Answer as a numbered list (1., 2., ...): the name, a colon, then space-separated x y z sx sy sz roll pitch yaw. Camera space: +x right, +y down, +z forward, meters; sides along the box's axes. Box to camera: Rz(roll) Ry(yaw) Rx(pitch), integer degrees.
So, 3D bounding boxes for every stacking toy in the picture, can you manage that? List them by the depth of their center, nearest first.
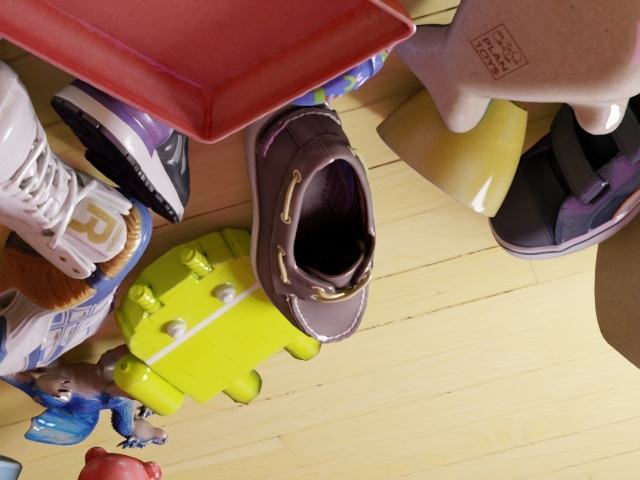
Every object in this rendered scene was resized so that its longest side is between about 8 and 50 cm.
1. stacking toy: -0.328 0.286 2.011 0.309 0.130 0.279 15 174 0

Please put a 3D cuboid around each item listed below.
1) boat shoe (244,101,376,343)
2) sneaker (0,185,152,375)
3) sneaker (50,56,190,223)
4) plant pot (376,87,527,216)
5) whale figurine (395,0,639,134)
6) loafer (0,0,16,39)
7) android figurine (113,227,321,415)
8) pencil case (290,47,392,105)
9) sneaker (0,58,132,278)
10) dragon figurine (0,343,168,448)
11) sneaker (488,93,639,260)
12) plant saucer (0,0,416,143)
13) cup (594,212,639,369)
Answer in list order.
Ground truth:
1. boat shoe: 0.000 0.000 1.635 0.117 0.096 0.324 -23 140 -14
2. sneaker: -0.247 0.036 1.697 0.296 0.112 0.131 -36 158 35
3. sneaker: -0.135 -0.105 1.484 0.124 0.107 0.283 -53 172 -9
4. plant pot: 0.132 -0.100 1.560 0.134 0.134 0.095 25 107 -42
5. whale figurine: 0.188 -0.188 1.418 0.272 0.141 0.216 -29 100 46
6. loafer: -0.312 -0.160 1.368 0.084 0.096 0.267 16 142 -25
7. android figurine: -0.102 0.082 1.780 0.248 0.056 0.273 -34 146 5
8. pencil case: -0.027 -0.224 1.308 0.119 0.133 0.306 -41 148 -9
9. sneaker: -0.225 -0.052 1.417 0.169 0.108 0.292 32 170 -6
10. dragon figurine: -0.278 0.169 1.883 0.289 0.085 0.144 5 144 -24
11. sneaker: 0.281 -0.102 1.583 0.321 0.126 0.127 -31 147 12
12. plant saucer: -0.105 -0.180 1.234 0.259 0.047 0.258 28 147 -30
13. cup: 0.406 0.033 1.693 0.237 0.331 0.331 7 155 26
